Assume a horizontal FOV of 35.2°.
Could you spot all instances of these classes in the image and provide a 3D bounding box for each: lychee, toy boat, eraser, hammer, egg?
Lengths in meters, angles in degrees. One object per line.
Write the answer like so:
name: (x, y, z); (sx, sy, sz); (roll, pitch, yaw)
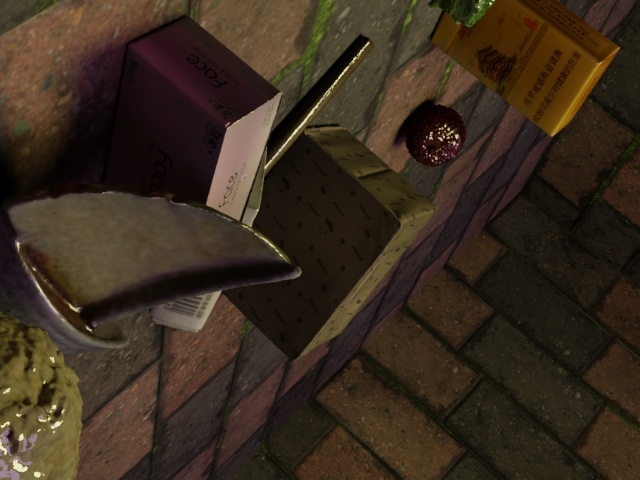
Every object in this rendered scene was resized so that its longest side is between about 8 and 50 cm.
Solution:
lychee: (0.231, -0.211, 2.005); (0.123, 0.123, 0.129); (-58, 172, 32)
toy boat: (-0.219, 0.014, 1.033); (0.293, 0.111, 0.276); (-29, 140, 21)
eraser: (-0.150, -0.005, 1.333); (0.279, 0.081, 0.124); (121, -19, -46)
hammer: (-0.048, -0.156, 1.474); (0.365, 0.043, 0.111); (-50, 165, -4)
egg: (-0.366, 0.184, 0.938); (0.310, 0.279, 0.279); (0, 132, -50)

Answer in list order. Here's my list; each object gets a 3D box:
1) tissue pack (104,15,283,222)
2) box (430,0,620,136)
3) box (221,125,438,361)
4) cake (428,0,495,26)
tissue pack: (-0.148, -0.097, 1.094); (0.092, 0.148, 0.246); (-37, 160, -38)
box: (0.331, -0.325, 1.669); (0.076, 0.274, 0.174); (-37, 162, -38)
box: (0.000, 0.000, 1.632); (0.297, 0.225, 0.190); (-53, 165, 21)
cake: (0.255, -0.435, 1.505); (0.099, 0.100, 0.235); (-36, 161, -40)
